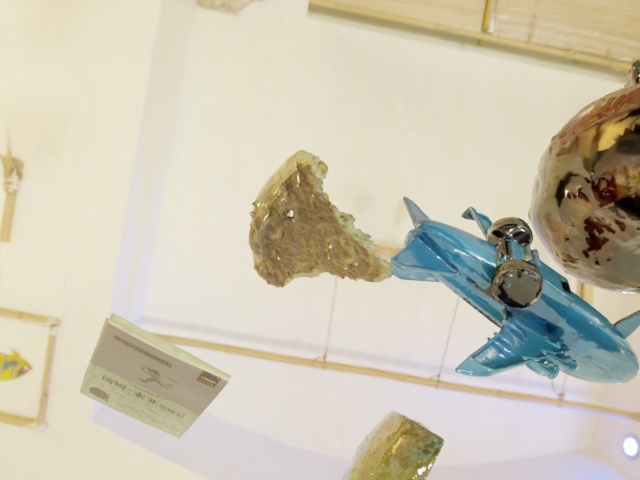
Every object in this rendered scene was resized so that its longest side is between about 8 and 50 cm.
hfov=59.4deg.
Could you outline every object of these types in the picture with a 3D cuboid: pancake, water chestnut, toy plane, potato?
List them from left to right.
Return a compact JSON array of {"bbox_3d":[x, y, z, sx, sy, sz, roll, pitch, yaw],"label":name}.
[{"bbox_3d":[0.000,0.000,0.811,0.245,0.266,0.057,28,-132,18],"label":"pancake"},{"bbox_3d":[0.120,0.355,0.930,0.112,0.269,0.255,27,142,11],"label":"potato"},{"bbox_3d":[0.188,0.053,0.523,0.271,0.105,0.254,25,-147,-2],"label":"toy plane"},{"bbox_3d":[0.397,-0.082,0.657,0.300,0.299,0.300,10,-177,-1],"label":"water chestnut"}]

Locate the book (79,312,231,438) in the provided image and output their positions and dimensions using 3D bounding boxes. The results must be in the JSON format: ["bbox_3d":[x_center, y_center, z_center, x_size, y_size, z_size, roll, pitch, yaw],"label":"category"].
[{"bbox_3d":[-0.175,0.147,0.573,0.127,0.014,0.181,30,136,-9],"label":"book"}]
